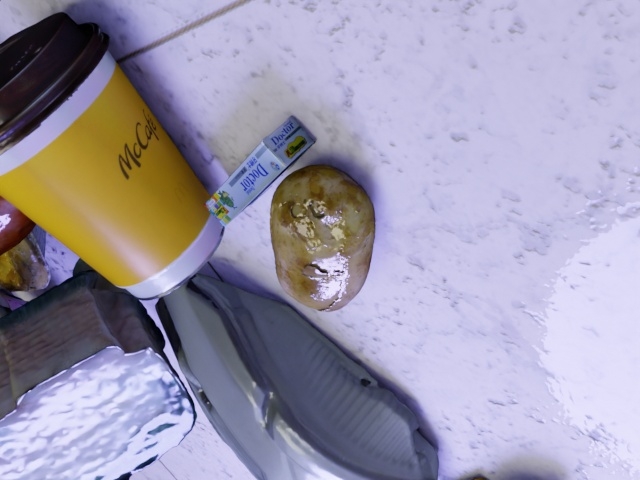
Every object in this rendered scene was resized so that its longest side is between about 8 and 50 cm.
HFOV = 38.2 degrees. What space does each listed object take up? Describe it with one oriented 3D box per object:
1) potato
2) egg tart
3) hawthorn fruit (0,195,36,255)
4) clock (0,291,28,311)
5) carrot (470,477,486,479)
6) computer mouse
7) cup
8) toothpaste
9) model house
[{"bbox_3d":[0.000,0.000,0.868,0.107,0.080,0.170,42,152,22],"label":"potato"},{"bbox_3d":[-0.462,-0.026,1.305,0.234,0.094,0.234,24,144,19],"label":"egg tart"},{"bbox_3d":[-0.452,-0.098,1.105,0.272,0.242,0.242,44,162,54],"label":"hawthorn fruit"},{"bbox_3d":[-0.473,0.133,1.444,0.227,0.090,0.248,15,170,36],"label":"clock"},{"bbox_3d":[0.159,0.322,1.129,0.042,0.042,0.170,39,145,3],"label":"carrot"},{"bbox_3d":[-0.045,0.212,1.109,0.429,0.145,0.228,40,150,3],"label":"computer mouse"},{"bbox_3d":[-0.230,-0.076,0.928,0.196,0.196,0.279,-2,135,48],"label":"cup"},{"bbox_3d":[-0.061,-0.062,0.887,0.034,0.046,0.164,47,148,-4],"label":"toothpaste"},{"bbox_3d":[-0.350,0.159,1.187,0.284,0.298,0.243,56,173,38],"label":"model house"}]
